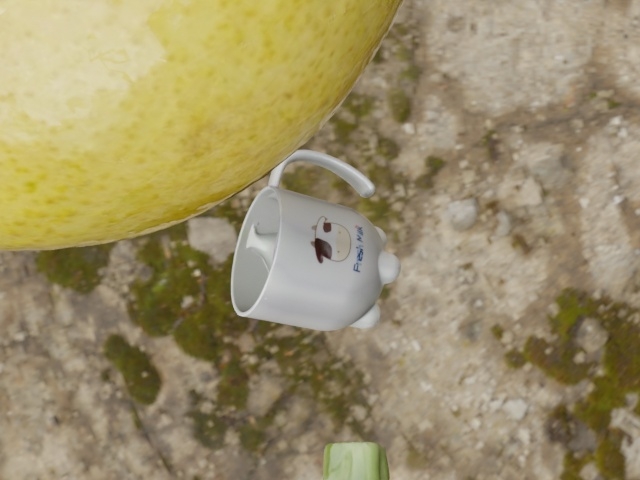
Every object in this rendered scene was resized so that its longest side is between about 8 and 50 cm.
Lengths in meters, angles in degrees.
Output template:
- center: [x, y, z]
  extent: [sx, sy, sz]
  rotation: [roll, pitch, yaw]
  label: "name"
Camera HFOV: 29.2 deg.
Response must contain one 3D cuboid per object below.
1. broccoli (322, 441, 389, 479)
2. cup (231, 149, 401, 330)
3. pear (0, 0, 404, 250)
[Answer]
- center: [0.015, 0.345, 1.255]
  extent: [0.288, 0.235, 0.260]
  rotation: [-1, 93, 11]
  label: "broccoli"
- center: [-0.004, 0.011, 1.269]
  extent: [0.142, 0.173, 0.134]
  rotation: [13, 130, -20]
  label: "cup"
- center: [-0.100, -0.153, 0.506]
  extent: [0.314, 0.314, 0.314]
  rotation: [4, 100, 25]
  label: "pear"
